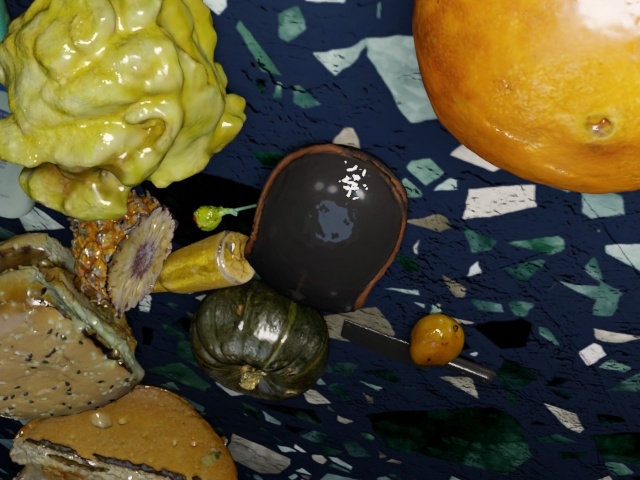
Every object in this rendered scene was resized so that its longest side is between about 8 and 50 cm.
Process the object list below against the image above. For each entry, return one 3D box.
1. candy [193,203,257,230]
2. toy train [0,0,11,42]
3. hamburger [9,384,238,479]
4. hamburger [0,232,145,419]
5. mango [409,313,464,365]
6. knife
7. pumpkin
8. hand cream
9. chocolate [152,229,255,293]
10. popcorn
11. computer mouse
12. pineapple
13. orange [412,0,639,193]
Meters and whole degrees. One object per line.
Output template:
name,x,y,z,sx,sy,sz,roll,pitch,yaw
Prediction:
candy,-0.119,-0.038,1.118,0.123,0.035,0.035,-11,178,25
toy train,-0.416,-0.295,0.882,0.159,0.101,0.248,4,145,-3
hamburger,-0.366,0.449,1.674,0.445,0.287,0.268,12,121,3
hamburger,-0.464,0.159,1.350,0.277,0.195,0.318,-28,132,12
mango,0.164,0.148,1.188,0.080,0.060,0.114,8,144,-9
knife,0.149,0.179,1.278,0.245,0.019,0.072,20,149,7
pumpkin,-0.093,0.154,1.241,0.224,0.157,0.223,9,144,7
hand cream,-0.427,-0.152,1.116,0.109,0.067,0.320,21,138,2
chocolate,-0.192,0.043,1.216,0.219,0.085,0.085,-15,131,40
popcorn,-0.208,-0.161,0.820,0.235,0.241,0.250,12,141,17
computer mouse,-0.002,0.004,1.038,0.183,0.116,0.323,26,146,2
pineapple,-0.300,-0.002,1.150,0.137,0.161,0.176,23,131,16
orange,0.210,-0.163,0.614,0.284,0.226,0.284,10,148,6
